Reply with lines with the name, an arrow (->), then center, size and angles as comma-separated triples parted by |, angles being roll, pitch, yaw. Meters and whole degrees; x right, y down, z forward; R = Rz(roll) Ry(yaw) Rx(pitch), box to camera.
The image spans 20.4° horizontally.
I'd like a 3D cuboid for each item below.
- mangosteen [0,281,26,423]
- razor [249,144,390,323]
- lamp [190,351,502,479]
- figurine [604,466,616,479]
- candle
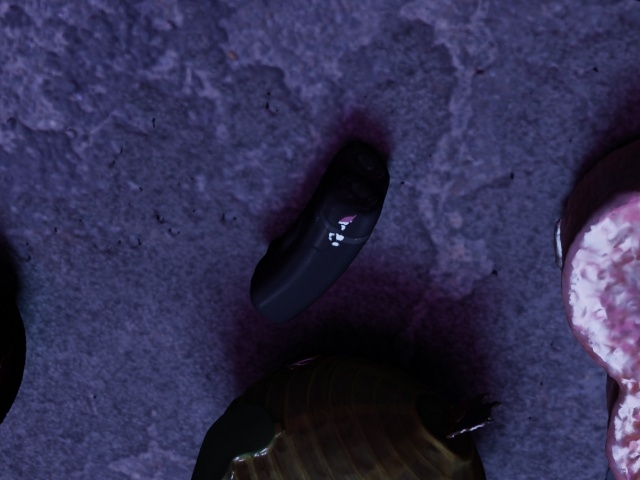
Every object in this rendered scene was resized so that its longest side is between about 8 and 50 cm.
mangosteen -> -0.363, 0.094, 1.484 | 0.216, 0.216, 0.216 | 7, 125, 10
razor -> 0.000, 0.000, 1.384 | 0.054, 0.090, 0.148 | 31, 127, -9
lamp -> 0.032, 0.198, 1.414 | 0.250, 0.250, 0.284 | 42, 118, -14
figurine -> 0.283, 0.225, 1.481 | 0.086, 0.082, 0.094 | 16, 138, -17
candle -> 0.328, 0.074, 1.312 | 0.287, 0.131, 0.317 | -10, 116, 12
